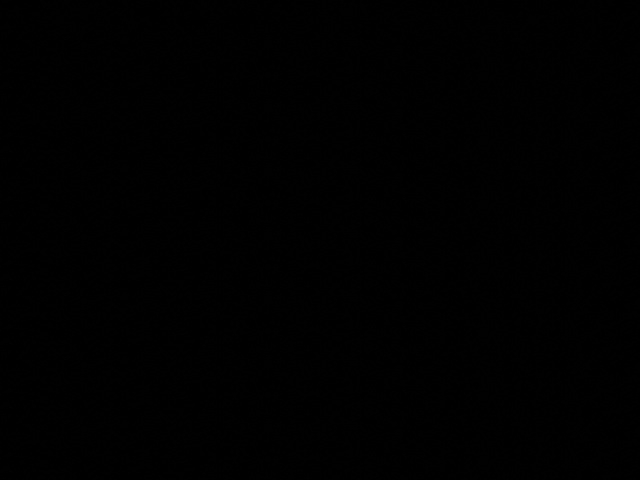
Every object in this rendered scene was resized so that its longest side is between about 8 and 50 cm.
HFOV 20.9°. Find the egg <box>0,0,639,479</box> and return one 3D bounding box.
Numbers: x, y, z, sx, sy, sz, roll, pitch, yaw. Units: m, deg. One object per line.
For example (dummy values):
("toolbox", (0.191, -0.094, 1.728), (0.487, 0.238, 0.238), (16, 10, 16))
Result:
("egg", (0.000, 0.000, 0.161), (0.345, 0.345, 0.428), (-9, -128, -18))
